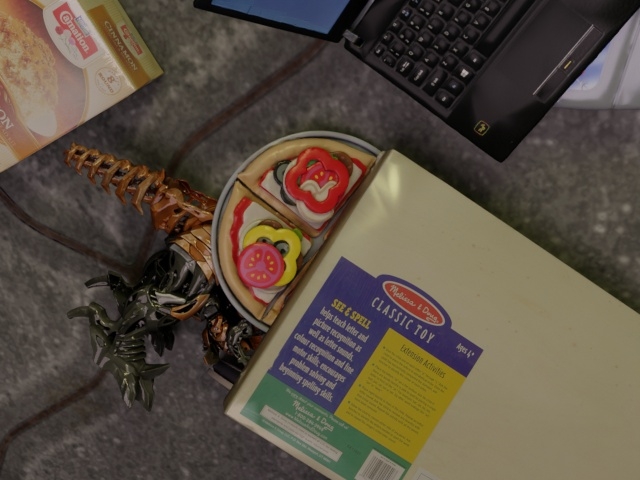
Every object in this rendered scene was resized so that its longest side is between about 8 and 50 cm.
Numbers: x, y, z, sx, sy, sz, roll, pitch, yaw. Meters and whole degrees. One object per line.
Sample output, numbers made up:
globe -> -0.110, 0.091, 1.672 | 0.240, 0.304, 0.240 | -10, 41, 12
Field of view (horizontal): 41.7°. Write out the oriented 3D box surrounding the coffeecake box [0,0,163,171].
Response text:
coffeecake box -> -0.267, -0.169, 0.792 | 0.185, 0.068, 0.142 | -25, 107, 24

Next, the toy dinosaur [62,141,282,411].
toy dinosaur -> -0.122, 0.033, 0.842 | 0.218, 0.164, 0.322 | -41, 83, 14

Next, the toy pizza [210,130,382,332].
toy pizza -> 0.000, 0.000, 0.776 | 0.201, 0.032, 0.201 | -2, 99, -12

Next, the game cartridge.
game cartridge -> 0.169, -0.211, 0.667 | 0.297, 0.062, 0.198 | 13, 115, 8

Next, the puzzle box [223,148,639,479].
puzzle box -> 0.153, 0.139, 0.758 | 0.409, 0.052, 0.272 | 34, 87, -8

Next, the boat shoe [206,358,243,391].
boat shoe -> -0.023, 0.170, 0.921 | 0.206, 0.075, 0.065 | 24, 77, 8

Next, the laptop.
laptop -> 0.095, -0.193, 0.587 | 0.264, 0.136, 0.234 | 36, 120, -5
